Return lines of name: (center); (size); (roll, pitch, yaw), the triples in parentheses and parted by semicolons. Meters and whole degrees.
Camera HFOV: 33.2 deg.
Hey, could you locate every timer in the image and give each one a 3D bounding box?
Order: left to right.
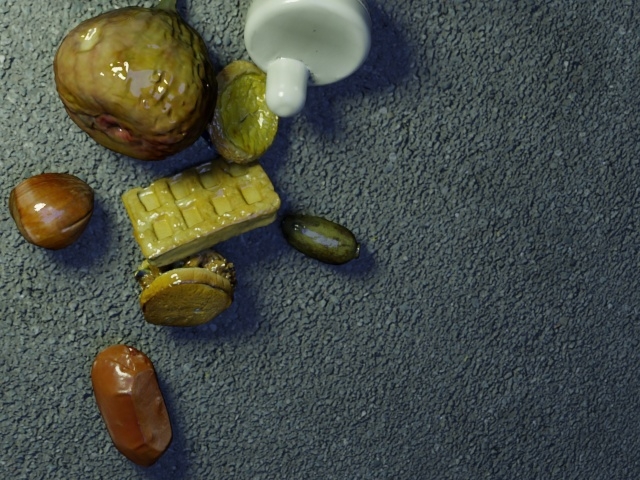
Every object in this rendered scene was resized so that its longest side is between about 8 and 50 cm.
timer: (-0.024, -0.359, 1.918); (0.234, 0.240, 0.233); (2, 147, 2)

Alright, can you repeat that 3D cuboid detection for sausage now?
sausage: (-0.368, 0.321, 2.096); (0.133, 0.133, 0.258); (-20, 113, -11)

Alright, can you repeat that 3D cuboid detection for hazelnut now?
hazelnut: (-0.479, -0.060, 1.916); (0.150, 0.150, 0.150); (-6, 110, -16)

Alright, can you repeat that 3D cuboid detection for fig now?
fig: (-0.283, -0.335, 1.859); (0.286, 0.286, 0.368); (30, 73, -25)

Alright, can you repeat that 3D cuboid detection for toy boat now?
toy boat: (-0.234, -0.197, 2.014); (0.083, 0.038, 0.038); (36, 94, -25)

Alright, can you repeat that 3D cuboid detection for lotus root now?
lotus root: (0.000, 0.000, 2.130); (0.179, 0.089, 0.080); (20, 69, -18)

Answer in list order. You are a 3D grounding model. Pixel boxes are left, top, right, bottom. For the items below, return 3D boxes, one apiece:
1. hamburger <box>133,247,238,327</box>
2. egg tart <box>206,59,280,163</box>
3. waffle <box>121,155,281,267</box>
hamburger: (-0.248, 0.080, 2.031); (0.191, 0.118, 0.182); (-21, 150, 22)
egg tart: (-0.154, -0.235, 1.979); (0.191, 0.074, 0.191); (-3, 94, -49)
waffle: (-0.221, -0.061, 1.995); (0.274, 0.168, 0.057); (-22, 144, -11)
